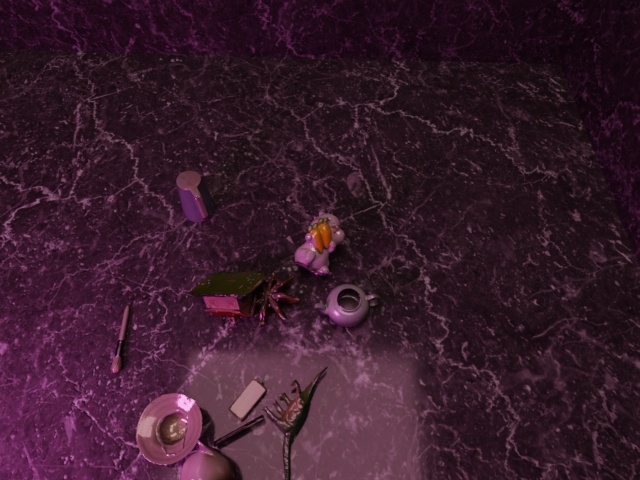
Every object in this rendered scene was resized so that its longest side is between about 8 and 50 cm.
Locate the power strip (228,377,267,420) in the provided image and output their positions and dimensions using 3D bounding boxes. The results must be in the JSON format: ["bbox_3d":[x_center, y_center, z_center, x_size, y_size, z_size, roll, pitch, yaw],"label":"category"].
[{"bbox_3d":[-0.283,0.626,1.742,0.076,0.028,0.169,35,66,19],"label":"power strip"}]

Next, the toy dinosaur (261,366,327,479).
[{"bbox_3d":[-0.071,0.710,1.665,0.447,0.087,0.301,-38,68,-16],"label":"toy dinosaur"}]

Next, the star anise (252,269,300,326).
[{"bbox_3d":[-0.224,0.244,1.935,0.288,0.088,0.288,-4,65,8],"label":"star anise"}]

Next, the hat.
[{"bbox_3d":[-0.547,0.705,1.642,0.252,0.110,0.252,-3,59,5],"label":"hat"}]

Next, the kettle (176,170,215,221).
[{"bbox_3d":[-0.598,-0.197,2.105,0.160,0.243,0.210,-22,63,-14],"label":"kettle"}]

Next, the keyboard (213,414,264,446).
[{"bbox_3d":[-0.309,0.721,1.666,0.204,0.061,0.013,-25,82,-15],"label":"keyboard"}]

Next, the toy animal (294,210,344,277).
[{"bbox_3d":[0.004,0.000,2.012,0.183,0.247,0.309,23,76,-7],"label":"toy animal"}]

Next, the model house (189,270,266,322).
[{"bbox_3d":[-0.377,0.244,1.892,0.294,0.153,0.207,-1,23,25],"label":"model house"}]

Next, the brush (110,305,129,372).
[{"bbox_3d":[-0.845,0.412,1.857,0.042,0.039,0.299,-4,58,-2],"label":"brush"}]

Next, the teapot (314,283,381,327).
[{"bbox_3d":[0.120,0.277,1.898,0.295,0.129,0.193,-10,61,-6],"label":"teapot"}]

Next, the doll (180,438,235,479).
[{"bbox_3d":[-0.412,0.897,1.473,0.226,0.215,0.370,13,61,26],"label":"doll"}]
